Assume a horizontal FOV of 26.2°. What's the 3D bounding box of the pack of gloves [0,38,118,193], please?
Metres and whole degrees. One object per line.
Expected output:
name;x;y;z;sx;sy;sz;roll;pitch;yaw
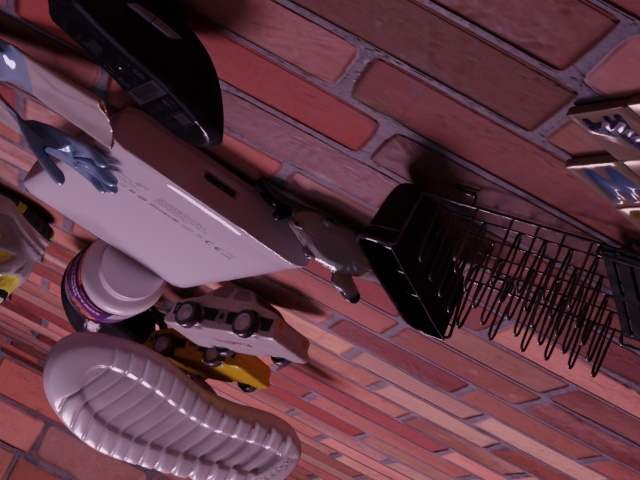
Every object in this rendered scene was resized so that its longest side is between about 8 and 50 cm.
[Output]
pack of gloves;-0.294;-0.126;1.302;0.232;0.046;0.195;33;159;15

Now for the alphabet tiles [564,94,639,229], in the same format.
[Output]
alphabet tiles;0.330;0.001;0.901;0.342;0.011;0.285;35;161;-27

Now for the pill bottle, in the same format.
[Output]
pill bottle;-0.254;0.044;1.726;0.108;0.108;0.193;30;163;-13

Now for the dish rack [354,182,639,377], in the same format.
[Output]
dish rack;0.180;0.045;1.147;0.271;0.074;0.208;18;162;26

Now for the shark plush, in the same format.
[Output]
shark plush;0.000;0.000;1.321;0.161;0.073;0.067;24;-166;-7

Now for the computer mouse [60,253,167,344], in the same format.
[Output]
computer mouse;-0.299;0.125;1.973;0.072;0.188;0.272;-26;136;10

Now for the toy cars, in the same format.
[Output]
toy cars;-0.122;0.120;1.814;0.176;0.087;0.393;24;161;-9

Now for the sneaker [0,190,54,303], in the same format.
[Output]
sneaker;-0.557;-0.035;1.875;0.384;0.147;0.145;21;164;21

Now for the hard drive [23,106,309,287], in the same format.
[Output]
hard drive;-0.171;-0.034;1.465;0.233;0.047;0.353;35;161;-18

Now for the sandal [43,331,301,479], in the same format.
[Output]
sandal;-0.213;0.238;1.919;0.416;0.169;0.102;33;-164;-30

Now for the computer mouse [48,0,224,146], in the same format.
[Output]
computer mouse;-0.148;-0.178;1.000;0.262;0.060;0.184;42;165;-10
